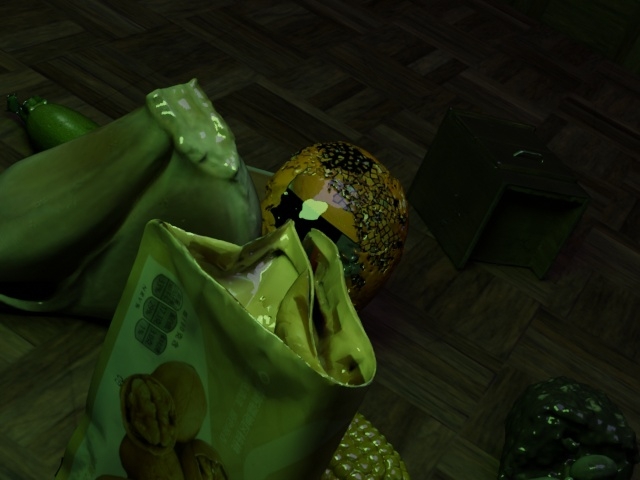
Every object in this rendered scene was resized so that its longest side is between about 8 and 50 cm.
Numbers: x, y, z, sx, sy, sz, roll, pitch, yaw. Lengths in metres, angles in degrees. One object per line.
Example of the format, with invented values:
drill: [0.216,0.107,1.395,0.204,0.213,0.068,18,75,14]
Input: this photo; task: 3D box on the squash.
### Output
squash: [-0.284,-0.098,1.402,0.331,0.087,0.087,39,32,26]

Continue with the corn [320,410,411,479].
corn: [-0.026,0.185,1.107,0.119,0.119,0.322,-7,37,-44]

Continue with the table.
table: [0.266,-0.072,1.688,0.169,0.172,0.193,8,33,-28]

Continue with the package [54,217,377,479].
package: [-0.063,0.145,0.931,0.221,0.311,0.165,39,34,26]

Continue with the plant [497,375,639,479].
plant: [0.256,0.256,1.165,0.149,0.146,0.274,13,27,3]

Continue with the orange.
orange: [0.000,0.000,1.305,0.182,0.234,0.234,26,29,0]

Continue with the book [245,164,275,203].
book: [-0.143,-0.066,1.524,0.242,0.018,0.170,13,31,-21]

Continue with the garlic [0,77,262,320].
garlic: [-0.225,0.004,1.171,0.231,0.340,0.246,60,-4,-5]
